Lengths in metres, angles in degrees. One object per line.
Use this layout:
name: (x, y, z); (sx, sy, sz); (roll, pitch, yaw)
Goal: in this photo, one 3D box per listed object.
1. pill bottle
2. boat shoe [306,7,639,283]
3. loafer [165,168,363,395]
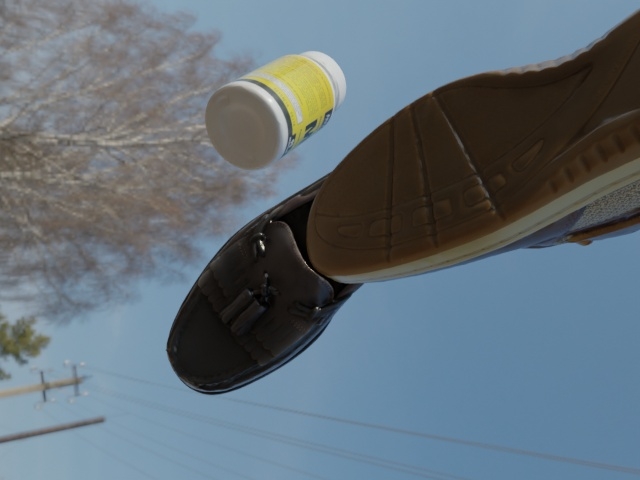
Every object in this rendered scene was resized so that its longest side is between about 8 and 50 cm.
pill bottle: (-0.053, -0.185, 1.002); (0.119, 0.208, 0.119); (15, -56, 23)
boat shoe: (0.152, -0.041, 0.430); (0.342, 0.123, 0.123); (-26, -135, 25)
loafer: (0.000, 0.000, 0.555); (0.109, 0.303, 0.095); (50, -6, 9)
